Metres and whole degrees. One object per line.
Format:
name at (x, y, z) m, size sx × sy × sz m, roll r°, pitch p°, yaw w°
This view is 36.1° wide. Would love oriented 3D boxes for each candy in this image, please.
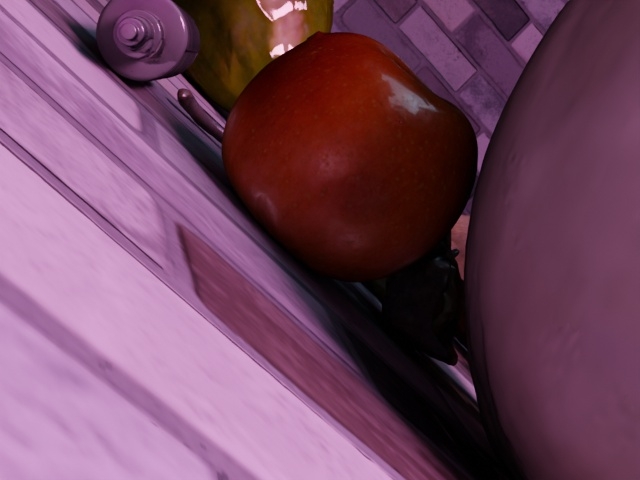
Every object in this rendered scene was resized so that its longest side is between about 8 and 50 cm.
candy at (0.188, -0.015, 0.601) m, size 0.186 × 0.386 × 0.427 m, roll 22°, pitch -19°, yaw 11°

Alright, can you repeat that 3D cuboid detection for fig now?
fig at (-0.066, -0.201, 1.079) m, size 0.206 × 0.206 × 0.275 m, roll 34°, pitch 37°, yaw -68°

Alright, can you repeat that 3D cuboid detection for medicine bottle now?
medicine bottle at (-0.111, -0.131, 0.631) m, size 0.057 × 0.057 × 0.199 m, roll 45°, pitch 5°, yaw -10°

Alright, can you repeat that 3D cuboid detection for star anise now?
star anise at (0.000, 0.000, 0.742) m, size 0.227 × 0.219 × 0.148 m, roll 7°, pitch 29°, yaw 18°

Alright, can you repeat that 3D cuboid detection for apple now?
apple at (0.020, -0.055, 0.620) m, size 0.163 × 0.139 × 0.163 m, roll 47°, pitch 4°, yaw -4°

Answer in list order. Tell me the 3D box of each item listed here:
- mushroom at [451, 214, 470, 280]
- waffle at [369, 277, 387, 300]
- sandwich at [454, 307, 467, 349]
mushroom at (0.234, 0.032, 1.048) m, size 0.351 × 0.123 × 0.095 m, roll 14°, pitch 20°, yaw 7°
waffle at (0.047, -0.001, 0.921) m, size 0.214 × 0.054 × 0.208 m, roll 49°, pitch 9°, yaw 14°
sandwich at (0.253, 0.104, 1.192) m, size 0.301 × 0.162 × 0.250 m, roll 51°, pitch 2°, yaw 27°
